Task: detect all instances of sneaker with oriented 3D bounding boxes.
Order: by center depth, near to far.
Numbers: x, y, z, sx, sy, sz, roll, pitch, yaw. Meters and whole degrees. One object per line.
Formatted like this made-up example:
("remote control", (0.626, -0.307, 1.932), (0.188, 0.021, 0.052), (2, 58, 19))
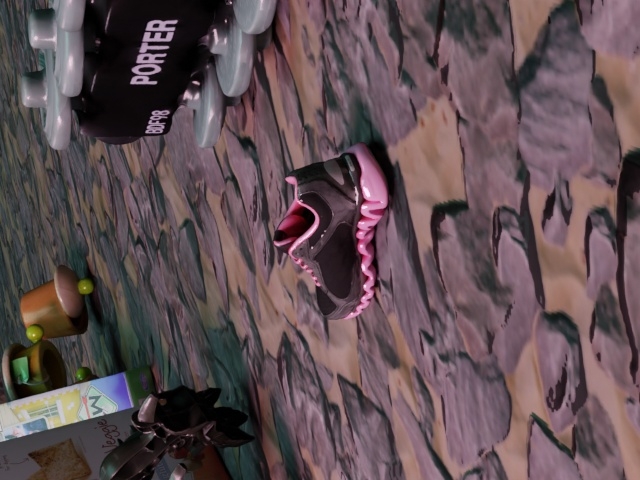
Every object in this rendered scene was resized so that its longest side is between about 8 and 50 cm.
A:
("sneaker", (0.000, 0.000, 0.721), (0.119, 0.057, 0.047), (95, 152, -45))

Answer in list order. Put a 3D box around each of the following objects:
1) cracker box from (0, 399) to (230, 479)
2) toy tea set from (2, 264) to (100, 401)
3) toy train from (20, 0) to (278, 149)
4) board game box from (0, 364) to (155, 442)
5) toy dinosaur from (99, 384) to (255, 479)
("cracker box", (-0.199, 0.227, 1.170), (0.156, 0.232, 0.067), (-127, 30, -49))
("toy tea set", (-0.259, 0.190, 1.567), (0.200, 0.124, 0.336), (-14, -93, -79))
("toy train", (-0.103, -0.175, 0.799), (0.334, 0.142, 0.190), (129, 138, -69))
("board game box", (-0.231, 0.306, 1.413), (0.213, 0.046, 0.317), (-17, 85, 30))
("toy dinosaur", (-0.134, 0.233, 0.991), (0.164, 0.218, 0.322), (50, -166, 24))
